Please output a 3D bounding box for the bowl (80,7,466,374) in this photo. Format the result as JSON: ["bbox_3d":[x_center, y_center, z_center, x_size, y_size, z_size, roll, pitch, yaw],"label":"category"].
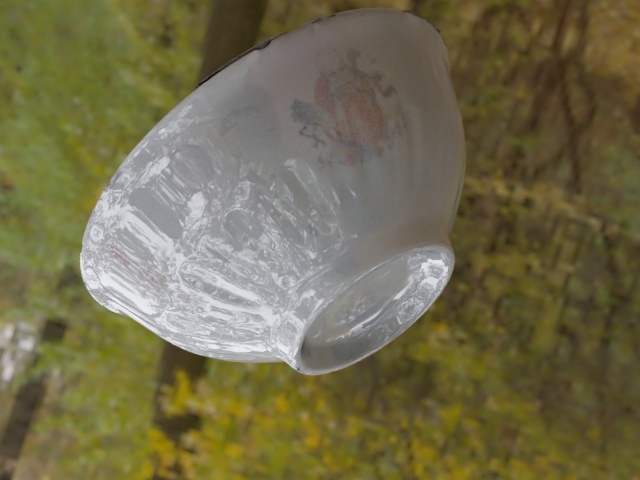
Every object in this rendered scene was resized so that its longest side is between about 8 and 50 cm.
[{"bbox_3d":[0.000,0.000,0.781,0.086,0.189,0.189,54,-161,24],"label":"bowl"}]
